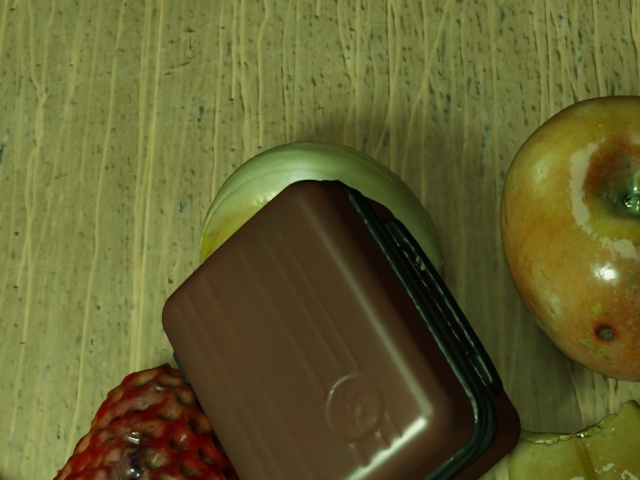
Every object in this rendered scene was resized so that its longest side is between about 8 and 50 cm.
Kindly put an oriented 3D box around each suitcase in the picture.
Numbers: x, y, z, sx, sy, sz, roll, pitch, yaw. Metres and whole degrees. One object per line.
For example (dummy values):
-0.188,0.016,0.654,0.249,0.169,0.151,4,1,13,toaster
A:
0.015,0.114,1.690,0.236,0.161,0.297,-42,60,22,suitcase

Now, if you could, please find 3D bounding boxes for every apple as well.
0.275,-0.006,1.705,0.253,0.253,0.253,-7,58,11,apple

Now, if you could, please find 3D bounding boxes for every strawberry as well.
-0.144,0.242,1.707,0.253,0.150,0.280,20,67,26,strawberry

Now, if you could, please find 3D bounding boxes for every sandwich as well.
0.282,0.236,1.651,0.245,0.063,0.212,-2,57,12,sandwich

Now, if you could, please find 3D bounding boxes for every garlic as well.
0.006,-0.013,1.854,0.245,0.145,0.164,7,92,16,garlic
